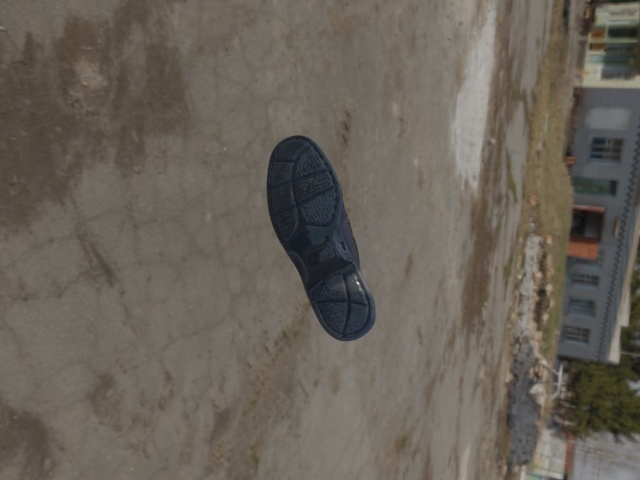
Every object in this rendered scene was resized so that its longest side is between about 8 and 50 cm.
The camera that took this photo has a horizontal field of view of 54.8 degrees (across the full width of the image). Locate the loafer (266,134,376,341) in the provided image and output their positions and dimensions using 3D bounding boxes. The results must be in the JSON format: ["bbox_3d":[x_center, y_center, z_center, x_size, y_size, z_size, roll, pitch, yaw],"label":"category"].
[{"bbox_3d":[0.000,0.000,0.886,0.095,0.109,0.302,50,21,-77],"label":"loafer"}]
